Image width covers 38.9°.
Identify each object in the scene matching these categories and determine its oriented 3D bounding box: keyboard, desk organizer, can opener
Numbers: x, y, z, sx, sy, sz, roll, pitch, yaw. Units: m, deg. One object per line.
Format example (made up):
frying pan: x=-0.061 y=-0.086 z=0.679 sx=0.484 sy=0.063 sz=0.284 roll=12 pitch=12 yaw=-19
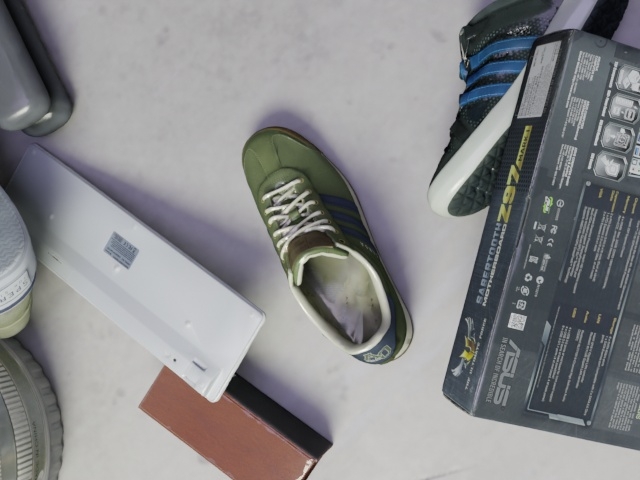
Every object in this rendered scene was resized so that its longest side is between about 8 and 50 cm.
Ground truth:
keyboard: x=-0.149 y=0.016 z=0.664 sx=0.256 sy=0.014 sz=0.072 roll=34 pitch=91 yaw=25
desk organizer: x=-0.062 y=0.133 z=0.654 sx=0.130 sy=0.047 sz=0.050 roll=35 pitch=99 yaw=11
can opener: x=-0.258 y=-0.215 z=0.688 sx=0.093 sy=0.074 sz=0.280 roll=-23 pitch=85 yaw=11

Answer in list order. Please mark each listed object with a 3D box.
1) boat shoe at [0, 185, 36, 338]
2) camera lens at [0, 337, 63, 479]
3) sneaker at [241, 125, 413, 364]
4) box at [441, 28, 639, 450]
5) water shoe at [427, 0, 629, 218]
boat shoe: x=-0.301 y=-0.054 z=0.677 sx=0.109 sy=0.094 sz=0.302 roll=-20 pitch=62 yaw=-25
camera lens: x=-0.325 y=0.156 z=0.597 sx=0.219 sy=0.274 sz=0.219 roll=0 pitch=89 yaw=13
sneaker: x=0.000 y=0.000 z=0.620 sx=0.064 sy=0.086 sz=0.192 roll=-32 pitch=82 yaw=11
box: x=0.193 y=0.009 z=0.556 sx=0.183 sy=0.059 sz=0.233 roll=13 pitch=93 yaw=-12
water shoe: x=0.125 y=-0.109 z=0.612 sx=0.080 sy=0.073 sz=0.203 roll=37 pitch=93 yaw=32
